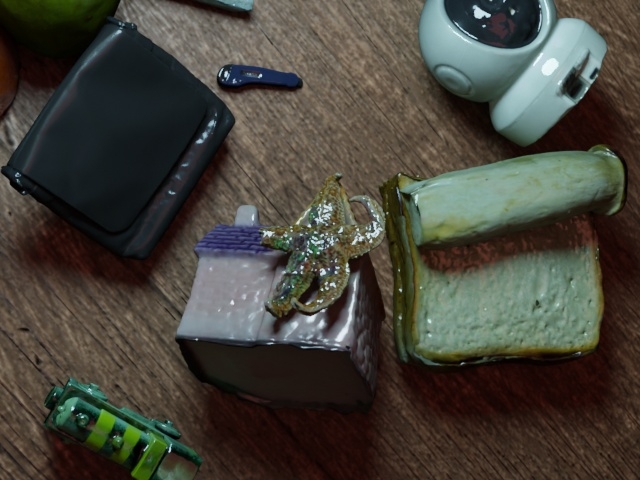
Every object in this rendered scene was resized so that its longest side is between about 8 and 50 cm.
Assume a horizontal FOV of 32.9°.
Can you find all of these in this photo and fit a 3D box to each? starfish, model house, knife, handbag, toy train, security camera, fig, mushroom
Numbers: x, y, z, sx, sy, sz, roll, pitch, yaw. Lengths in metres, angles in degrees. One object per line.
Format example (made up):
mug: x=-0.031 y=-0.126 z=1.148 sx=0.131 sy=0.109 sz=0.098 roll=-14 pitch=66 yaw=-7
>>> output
starfish: x=0.000 y=0.006 z=1.277 sx=0.150 sy=0.053 sz=0.210 roll=7 pitch=57 yaw=4
model house: x=-0.033 y=0.072 z=1.387 sx=0.237 sy=0.202 sz=0.237 roll=1 pitch=60 yaw=20
knife: x=-0.080 y=-0.217 z=1.456 sx=0.121 sy=0.018 sz=0.031 roll=3 pitch=80 yaw=-15
handbag: x=-0.248 y=-0.122 z=1.343 sx=0.223 sy=0.080 sz=0.247 roll=39 pitch=78 yaw=-38
toy train: x=-0.247 y=0.243 z=1.340 sx=0.200 sy=0.132 sz=0.083 roll=29 pitch=80 yaw=-14
security camera: x=0.242 y=-0.265 z=1.463 sx=0.236 sy=0.194 sz=0.194 roll=38 pitch=79 yaw=-6
fig: x=-0.322 y=-0.311 z=1.313 sx=0.181 sy=0.181 sz=0.191 roll=-18 pitch=134 yaw=-15
mushroom: x=0.262 y=-0.059 z=1.418 sx=0.312 sy=0.081 sz=0.100 roll=-11 pitch=78 yaw=-15

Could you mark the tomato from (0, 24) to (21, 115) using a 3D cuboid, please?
tomato: x=-0.482 y=-0.219 z=1.304 sx=0.228 sy=0.112 sz=0.199 roll=10 pitch=88 yaw=-12

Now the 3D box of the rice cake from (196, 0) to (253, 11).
rice cake: x=-0.190 y=-0.337 z=1.423 sx=0.207 sy=0.033 sz=0.033 roll=12 pitch=84 yaw=-14

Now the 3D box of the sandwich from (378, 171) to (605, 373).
sandwich: x=0.240 y=0.042 z=1.492 sx=0.301 sy=0.099 sz=0.271 roll=-2 pitch=88 yaw=-16
